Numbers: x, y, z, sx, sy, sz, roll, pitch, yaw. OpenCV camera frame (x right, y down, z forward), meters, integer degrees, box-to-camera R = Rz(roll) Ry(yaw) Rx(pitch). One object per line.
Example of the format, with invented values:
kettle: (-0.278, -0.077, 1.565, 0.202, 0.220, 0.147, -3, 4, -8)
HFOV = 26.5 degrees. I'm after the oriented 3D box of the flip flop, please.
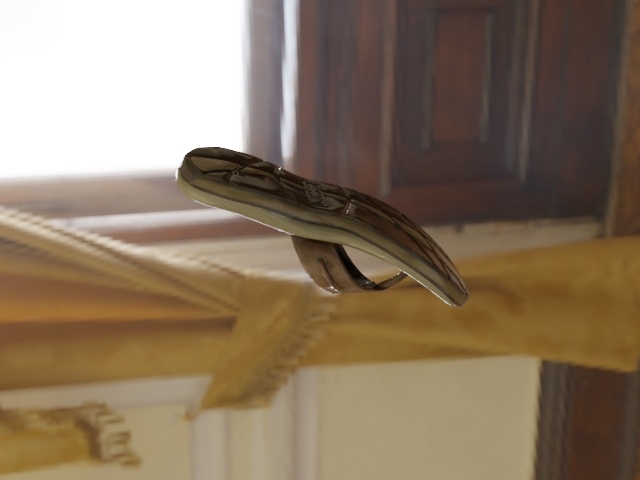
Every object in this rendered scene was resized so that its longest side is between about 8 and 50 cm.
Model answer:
flip flop: (0.000, 0.000, 1.188, 0.112, 0.277, 0.080, -104, 36, -68)
